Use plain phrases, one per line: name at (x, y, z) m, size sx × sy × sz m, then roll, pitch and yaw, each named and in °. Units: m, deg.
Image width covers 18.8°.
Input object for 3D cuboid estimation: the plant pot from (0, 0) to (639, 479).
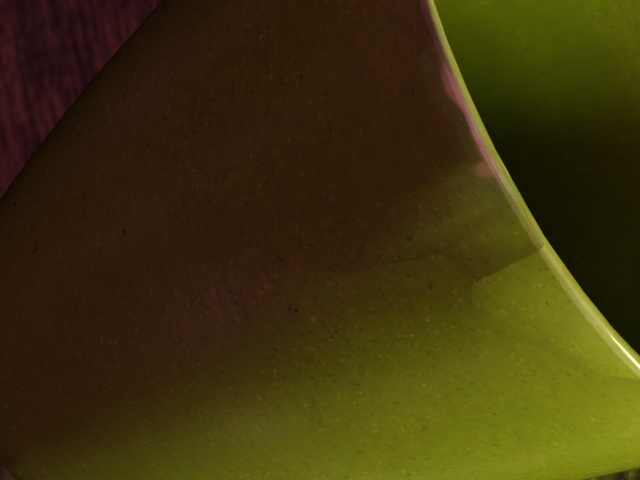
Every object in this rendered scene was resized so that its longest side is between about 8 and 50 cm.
plant pot at (0.000, 0.000, 0.776) m, size 0.293 × 0.275 × 0.275 m, roll -27°, pitch 82°, yaw 30°
